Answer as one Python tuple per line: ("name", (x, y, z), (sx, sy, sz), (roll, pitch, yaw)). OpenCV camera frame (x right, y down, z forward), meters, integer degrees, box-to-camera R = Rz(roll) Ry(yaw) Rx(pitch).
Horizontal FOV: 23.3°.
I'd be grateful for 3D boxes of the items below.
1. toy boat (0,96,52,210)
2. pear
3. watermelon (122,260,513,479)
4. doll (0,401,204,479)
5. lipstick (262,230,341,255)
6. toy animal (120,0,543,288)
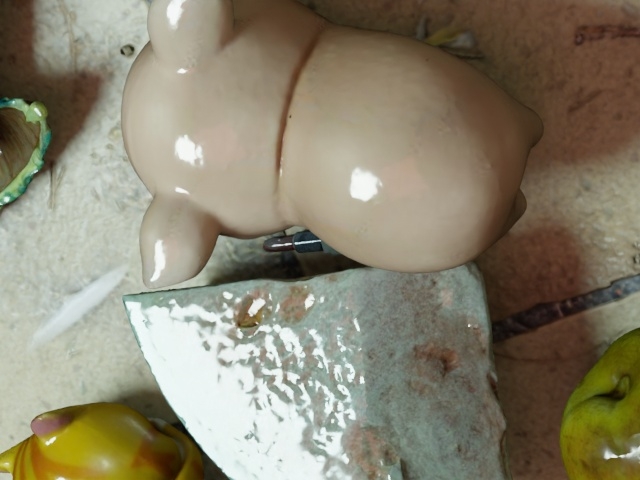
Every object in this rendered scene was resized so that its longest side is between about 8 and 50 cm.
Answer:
("toy boat", (-0.315, -0.057, 1.351), (0.293, 0.099, 0.108), (-32, 101, 29))
("pear", (0.290, 0.156, 1.232), (0.200, 0.200, 0.200), (4, 110, 12))
("watermelon", (0.043, 0.105, 1.265), (0.387, 0.228, 0.258), (37, 111, 7))
("doll", (-0.162, 0.261, 1.397), (0.269, 0.162, 0.166), (51, 128, 3))
("lipstick", (0.000, 0.000, 1.332), (0.107, 0.025, 0.025), (-7, 108, 22))
("toy animal", (-0.002, -0.079, 1.188), (0.326, 0.269, 0.237), (25, 113, 48))
